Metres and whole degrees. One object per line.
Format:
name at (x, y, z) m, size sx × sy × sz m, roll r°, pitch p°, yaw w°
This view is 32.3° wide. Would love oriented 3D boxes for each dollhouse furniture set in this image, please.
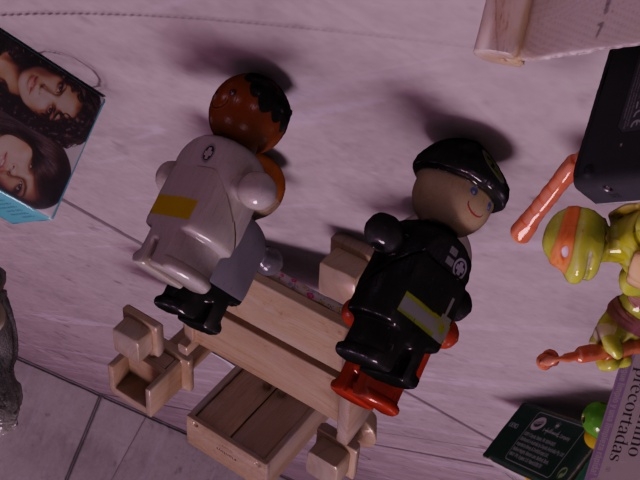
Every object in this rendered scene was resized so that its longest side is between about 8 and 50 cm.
dollhouse furniture set at (-0.053, 0.050, 1.072) m, size 0.303 × 0.174 × 0.356 m, roll 27°, pitch 137°, yaw 22°

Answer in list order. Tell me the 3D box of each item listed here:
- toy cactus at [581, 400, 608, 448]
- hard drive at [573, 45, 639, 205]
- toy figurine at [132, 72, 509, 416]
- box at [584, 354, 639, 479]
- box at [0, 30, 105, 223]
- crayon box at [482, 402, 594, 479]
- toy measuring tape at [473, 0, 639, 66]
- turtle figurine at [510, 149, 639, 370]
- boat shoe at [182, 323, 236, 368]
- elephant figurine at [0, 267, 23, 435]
toy cactus at (0.302, 0.199, 0.917) m, size 0.112 × 0.181 × 0.219 m, roll -19°, pitch 147°, yaw 33°
hard drive at (0.159, -0.062, 0.392) m, size 0.022 × 0.094 × 0.135 m, roll 32°, pitch 159°, yaw -32°
toy figurine at (0.000, 0.000, 0.698) m, size 0.209 × 0.148 × 0.213 m, roll 24°, pitch 166°, yaw 8°
box at (0.218, 0.215, 0.783) m, size 0.067 × 0.324 × 0.063 m, roll 33°, pitch 162°, yaw -36°
box at (-0.267, -0.109, 0.715) m, size 0.244 × 0.101 × 0.060 m, roll 32°, pitch 158°, yaw -36°
crayon box at (0.341, 0.306, 1.136) m, size 0.323 × 0.083 × 0.203 m, roll 41°, pitch 171°, yaw -9°
toy measuring tape at (0.127, -0.093, 0.322) m, size 0.121 × 0.121 × 0.330 m, roll 30°, pitch 169°, yaw -30°
turtle figurine at (0.210, 0.015, 0.587) m, size 0.217 × 0.087 × 0.269 m, roll 9°, pitch 152°, yaw 10°
boat shoe at (-0.104, 0.132, 1.360) m, size 0.142 × 0.049 × 0.040 m, roll 25°, pitch 162°, yaw -9°
elephant figurine at (-0.292, -0.001, 0.834) m, size 0.185 × 0.240 × 0.169 m, roll 17°, pitch 163°, yaw 11°
